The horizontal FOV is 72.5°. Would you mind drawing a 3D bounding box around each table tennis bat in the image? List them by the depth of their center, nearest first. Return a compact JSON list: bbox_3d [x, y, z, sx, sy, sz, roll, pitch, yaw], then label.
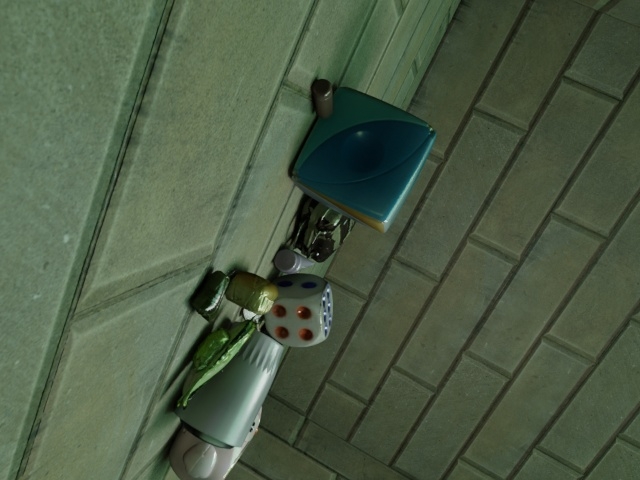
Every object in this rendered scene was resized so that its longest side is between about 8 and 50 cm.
[{"bbox_3d":[-0.284,0.266,1.705,0.108,0.119,0.169,-25,126,-34],"label":"table tennis bat"}]

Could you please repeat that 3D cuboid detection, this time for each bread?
[{"bbox_3d":[-0.207,0.161,1.357,0.236,0.140,0.106,85,30,-82],"label":"bread"}]

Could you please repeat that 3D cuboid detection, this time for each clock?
[{"bbox_3d":[-0.407,0.762,1.726,0.376,0.251,0.368,-55,171,-2],"label":"clock"}]

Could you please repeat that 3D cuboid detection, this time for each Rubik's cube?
[{"bbox_3d":[0.143,-0.248,1.437,0.351,0.352,0.347,-64,173,0],"label":"Rubik's cube"}]

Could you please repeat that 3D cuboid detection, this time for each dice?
[{"bbox_3d":[-0.089,0.297,1.880,0.243,0.252,0.259,-64,153,-65],"label":"dice"}]

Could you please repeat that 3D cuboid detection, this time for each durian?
[{"bbox_3d":[-0.318,0.340,1.343,0.375,0.107,0.132,-50,163,-26],"label":"durian"}]

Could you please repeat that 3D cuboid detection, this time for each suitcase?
[{"bbox_3d":[0.012,-0.075,1.788,0.339,0.194,0.351,-45,164,-32],"label":"suitcase"}]

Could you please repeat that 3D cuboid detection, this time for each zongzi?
[{"bbox_3d":[-0.267,0.135,1.148,0.154,0.062,0.130,-59,161,-22],"label":"zongzi"}]

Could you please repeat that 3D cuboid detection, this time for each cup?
[{"bbox_3d":[-0.298,0.484,1.482,0.371,0.254,0.253,-61,172,-21],"label":"cup"}]

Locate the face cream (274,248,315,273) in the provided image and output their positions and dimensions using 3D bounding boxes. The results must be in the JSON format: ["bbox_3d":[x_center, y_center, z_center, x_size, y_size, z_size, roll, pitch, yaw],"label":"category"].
[{"bbox_3d":[-0.114,0.097,1.820,0.274,0.154,0.096,48,31,-78],"label":"face cream"}]

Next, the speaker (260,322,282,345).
[{"bbox_3d":[-0.205,0.480,2.154,0.180,0.184,0.388,-58,177,-39],"label":"speaker"}]

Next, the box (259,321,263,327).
[{"bbox_3d":[-0.266,0.334,1.941,0.122,0.032,0.220,-59,171,-24],"label":"box"}]

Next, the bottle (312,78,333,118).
[{"bbox_3d":[0.008,-0.385,1.195,0.053,0.053,0.140,-61,172,-8],"label":"bottle"}]
